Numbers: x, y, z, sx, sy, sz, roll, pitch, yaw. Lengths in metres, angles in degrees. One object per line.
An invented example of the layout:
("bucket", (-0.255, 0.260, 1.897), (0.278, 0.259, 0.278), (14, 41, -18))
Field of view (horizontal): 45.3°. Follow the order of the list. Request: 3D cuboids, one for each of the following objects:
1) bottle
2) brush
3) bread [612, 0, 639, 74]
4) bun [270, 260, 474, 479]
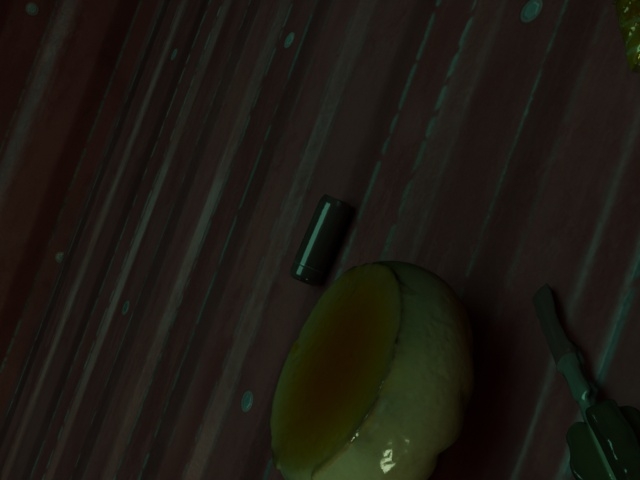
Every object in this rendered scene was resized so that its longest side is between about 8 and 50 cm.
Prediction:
("bottle", (0.000, 0.000, 1.200), (0.053, 0.053, 0.140), (26, 94, 57))
("brush", (0.256, 0.155, 0.736), (0.084, 0.071, 0.301), (-50, 31, 32))
("bread", (0.373, -0.273, 0.799), (0.125, 0.068, 0.188), (-28, 50, 45))
("bun", (0.074, 0.178, 0.891), (0.299, 0.164, 0.299), (-52, 22, 30))
